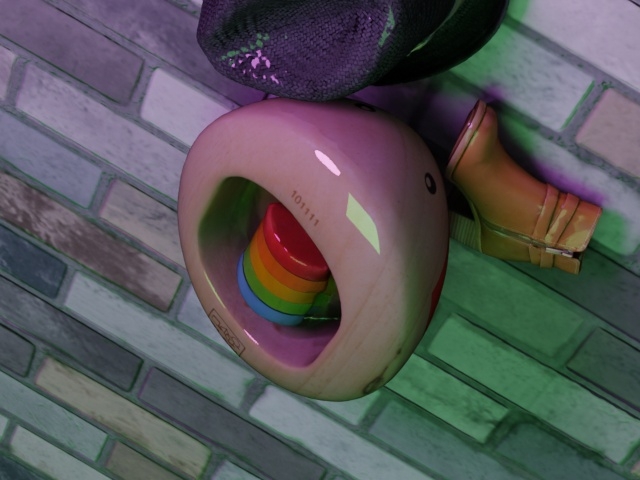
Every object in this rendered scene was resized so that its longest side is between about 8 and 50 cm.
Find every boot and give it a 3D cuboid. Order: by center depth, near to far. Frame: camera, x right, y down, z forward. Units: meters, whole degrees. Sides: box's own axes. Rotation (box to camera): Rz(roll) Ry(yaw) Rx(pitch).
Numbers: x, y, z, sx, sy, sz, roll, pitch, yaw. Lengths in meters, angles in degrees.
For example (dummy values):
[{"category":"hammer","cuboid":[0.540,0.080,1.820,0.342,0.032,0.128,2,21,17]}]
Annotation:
[{"category":"boot","cuboid":[0.199,-0.049,1.820,0.152,0.073,0.197,19,148,12]}]

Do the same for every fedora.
[{"category":"fedora","cuboid":[-0.003,-0.225,1.691,0.334,0.152,0.334,18,139,16]}]

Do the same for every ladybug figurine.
[{"category":"ladybug figurine","cuboid":[0.000,0.000,1.883,0.305,0.162,0.449,51,153,6]}]
